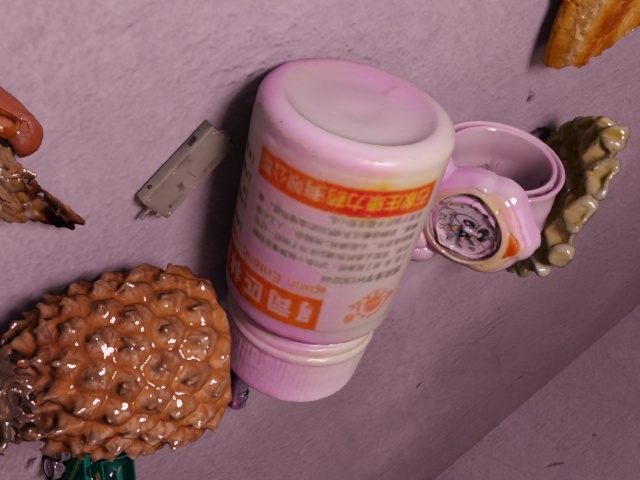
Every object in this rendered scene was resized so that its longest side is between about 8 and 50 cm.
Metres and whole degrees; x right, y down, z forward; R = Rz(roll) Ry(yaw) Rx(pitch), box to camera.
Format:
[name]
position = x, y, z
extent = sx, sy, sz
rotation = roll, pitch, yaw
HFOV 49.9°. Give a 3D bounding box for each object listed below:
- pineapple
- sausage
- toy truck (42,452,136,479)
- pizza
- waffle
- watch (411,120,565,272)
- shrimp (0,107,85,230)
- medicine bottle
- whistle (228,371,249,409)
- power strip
[pineapple]
position = -0.282, 0.143, 0.713
extent = 0.357, 0.223, 0.223
rotation = -8, 134, -30
[sausage]
position = -0.279, -0.118, 0.558
extent = 0.158, 0.042, 0.036
rotation = 55, 44, -59
[toy truck]
position = -0.324, 0.354, 0.967
extent = 0.110, 0.116, 0.216
rotation = -1, 129, -47
[pizza]
position = 0.452, -0.385, 1.000
extent = 0.226, 0.086, 0.336
rotation = 3, 127, -55
[waffle]
position = 0.388, -0.075, 1.146
extent = 0.292, 0.056, 0.309
rotation = -63, -173, 3
[watch]
position = 0.225, -0.075, 1.034
extent = 0.217, 0.248, 0.211
rotation = -51, 157, -42
[shrimp]
position = -0.268, -0.054, 0.574
extent = 0.262, 0.117, 0.066
rotation = 45, 51, -57
[medicine bottle]
position = 0.000, 0.000, 0.827
extent = 0.219, 0.219, 0.388
rotation = -18, 140, -34
[whistle]
position = -0.125, 0.212, 1.102
extent = 0.033, 0.033, 0.176
rotation = -19, 141, -33
[power strip]
position = -0.153, -0.073, 0.758
extent = 0.136, 0.019, 0.051
rotation = -46, 149, 4
